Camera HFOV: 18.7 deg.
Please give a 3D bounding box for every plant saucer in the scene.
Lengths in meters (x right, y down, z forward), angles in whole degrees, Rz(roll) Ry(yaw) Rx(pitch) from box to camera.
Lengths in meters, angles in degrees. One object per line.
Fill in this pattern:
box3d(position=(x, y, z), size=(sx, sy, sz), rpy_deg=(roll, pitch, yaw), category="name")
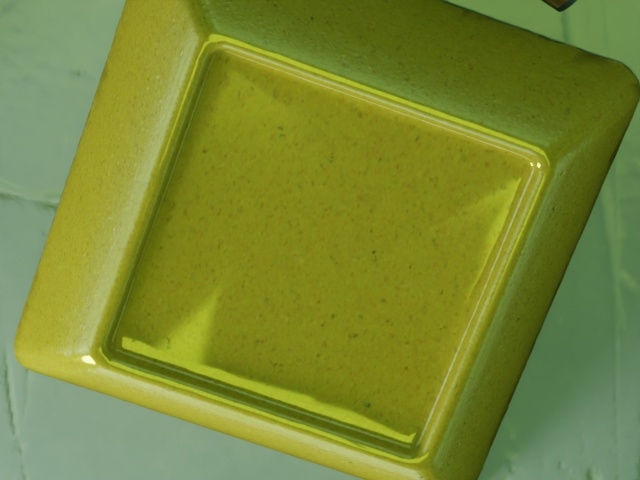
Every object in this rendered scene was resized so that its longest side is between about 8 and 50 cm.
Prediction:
box3d(position=(0.000, 0.000, 1.243), size=(0.332, 0.081, 0.333), rpy_deg=(18, 108, -7), category="plant saucer")

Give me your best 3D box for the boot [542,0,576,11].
box3d(position=(0.160, -0.251, 1.154), size=(0.106, 0.082, 0.219), rpy_deg=(28, 109, -12), category="boot")
